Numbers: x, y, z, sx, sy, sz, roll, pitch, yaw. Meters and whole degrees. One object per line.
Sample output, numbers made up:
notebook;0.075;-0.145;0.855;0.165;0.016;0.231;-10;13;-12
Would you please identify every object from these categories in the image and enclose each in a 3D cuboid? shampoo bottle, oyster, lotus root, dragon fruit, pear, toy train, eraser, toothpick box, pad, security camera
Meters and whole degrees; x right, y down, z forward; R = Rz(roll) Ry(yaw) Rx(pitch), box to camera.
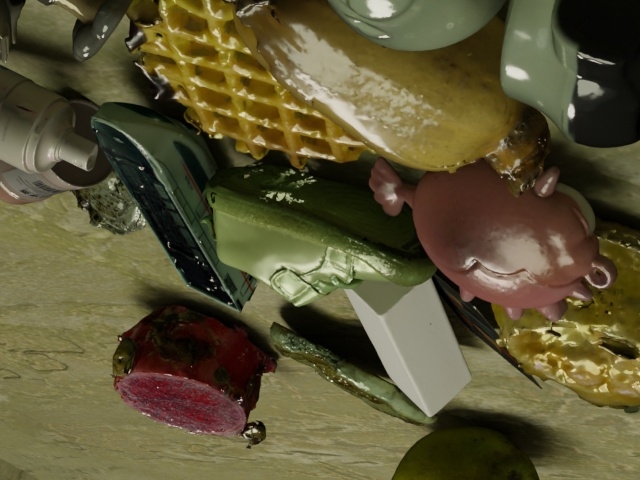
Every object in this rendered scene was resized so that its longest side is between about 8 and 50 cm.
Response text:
shampoo bottle;-0.362;-0.147;1.692;0.303;0.092;0.092;26;160;12
oyster;-0.239;-0.065;1.887;0.177;0.064;0.125;19;146;33
lotus root;0.056;-0.148;1.308;0.303;0.130;0.146;30;135;-18
dragon fruit;-0.174;0.176;2.310;0.282;0.147;0.211;33;147;-34
pear;0.199;0.360;2.282;0.212;0.212;0.269;30;152;-22
toy train;-0.147;-0.053;1.779;0.086;0.088;0.407;26;161;23
eraser;0.103;0.104;1.911;0.078;0.076;0.298;44;170;30
toothpick box;-0.301;-0.096;1.807;0.098;0.098;0.149;34;154;-30
pad;0.171;0.088;1.854;0.143;0.003;0.211;41;176;42
security camera;0.114;-0.191;1.100;0.277;0.197;0.191;22;169;14

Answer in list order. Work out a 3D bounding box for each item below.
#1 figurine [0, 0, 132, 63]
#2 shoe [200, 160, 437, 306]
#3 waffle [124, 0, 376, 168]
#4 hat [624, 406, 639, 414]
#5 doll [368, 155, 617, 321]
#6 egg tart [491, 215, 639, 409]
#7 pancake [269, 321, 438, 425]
figurine;-0.336;-0.281;1.360;0.387;0.166;0.207;30;-160;-12
shoe;0.002;-0.007;1.705;0.262;0.140;0.128;21;129;16
waffle;-0.052;-0.157;1.491;0.307;0.060;0.312;-4;148;43
hat;0.415;0.172;1.844;0.122;0.081;0.166;0;180;-8
doll;0.159;-0.015;1.543;0.262;0.093;0.211;19;134;32
egg tart;0.280;0.083;1.676;0.315;0.120;0.315;18;157;8
pancake;0.043;0.181;2.146;0.254;0.037;0.253;29;173;4
